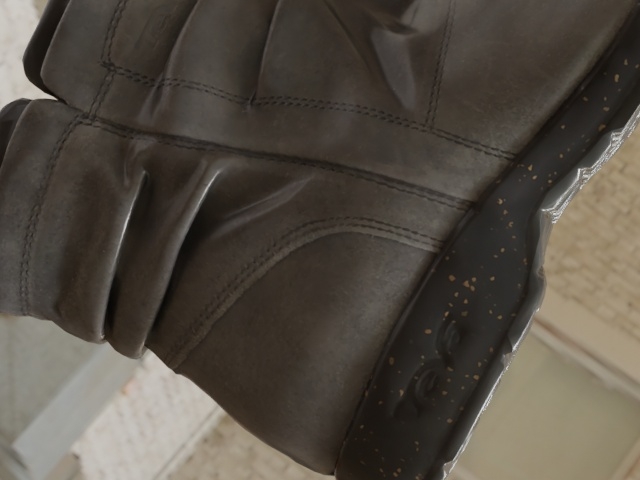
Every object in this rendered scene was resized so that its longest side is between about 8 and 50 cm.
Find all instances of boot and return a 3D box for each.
[{"bbox_3d":[0.016,-0.086,0.548,0.222,0.338,0.118,29,-9,10],"label":"boot"}]
